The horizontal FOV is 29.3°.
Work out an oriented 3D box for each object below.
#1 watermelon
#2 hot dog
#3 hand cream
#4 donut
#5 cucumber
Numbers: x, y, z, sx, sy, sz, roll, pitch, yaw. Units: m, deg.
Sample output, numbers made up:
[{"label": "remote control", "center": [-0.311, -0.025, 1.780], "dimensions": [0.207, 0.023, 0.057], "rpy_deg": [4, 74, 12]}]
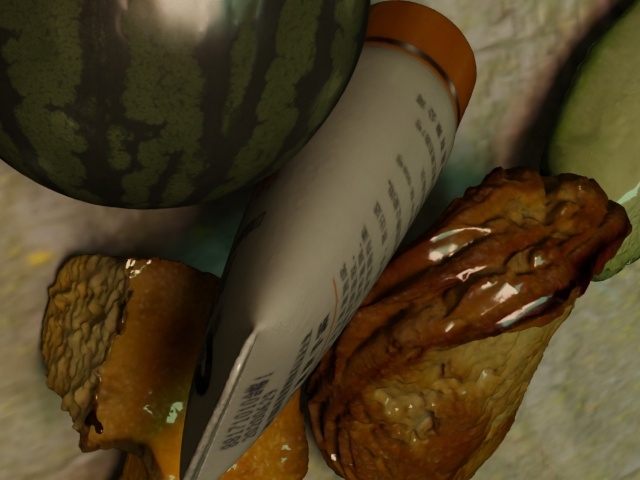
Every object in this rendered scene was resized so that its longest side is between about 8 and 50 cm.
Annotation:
[{"label": "watermelon", "center": [-0.077, -0.117, 0.544], "dimensions": [0.212, 0.212, 0.212], "rpy_deg": [-10, 109, -31]}, {"label": "hot dog", "center": [0.075, 0.059, 0.728], "dimensions": [0.175, 0.114, 0.259], "rpy_deg": [-38, 159, -36]}, {"label": "hand cream", "center": [0.000, 0.000, 0.609], "dimensions": [0.089, 0.314, 0.139], "rpy_deg": [25, 133, 0]}, {"label": "donut", "center": [-0.090, 0.135, 0.671], "dimensions": [0.152, 0.101, 0.259], "rpy_deg": [14, 94, -37]}, {"label": "cucumber", "center": [0.248, -0.108, 0.825], "dimensions": [0.325, 0.105, 0.145], "rpy_deg": [-48, 150, -13]}]
